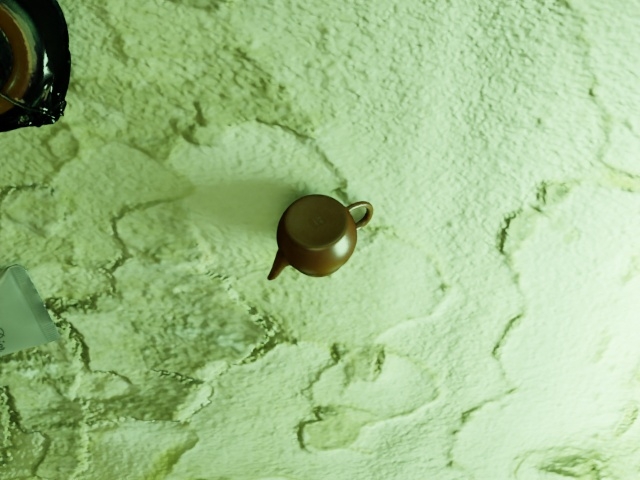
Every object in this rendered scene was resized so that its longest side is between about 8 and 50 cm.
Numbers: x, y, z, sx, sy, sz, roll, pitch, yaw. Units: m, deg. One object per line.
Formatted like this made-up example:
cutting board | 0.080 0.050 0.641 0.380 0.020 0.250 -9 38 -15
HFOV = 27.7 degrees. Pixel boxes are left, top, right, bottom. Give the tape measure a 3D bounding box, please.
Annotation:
tape measure | -0.407 -0.230 1.568 0.202 0.135 0.223 -5 118 10

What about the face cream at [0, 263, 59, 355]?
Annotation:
face cream | -0.542 0.138 1.842 0.314 0.089 0.143 -21 123 -2

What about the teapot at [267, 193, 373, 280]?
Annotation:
teapot | 0.000 0.000 1.766 0.173 0.116 0.116 -30 124 -16
